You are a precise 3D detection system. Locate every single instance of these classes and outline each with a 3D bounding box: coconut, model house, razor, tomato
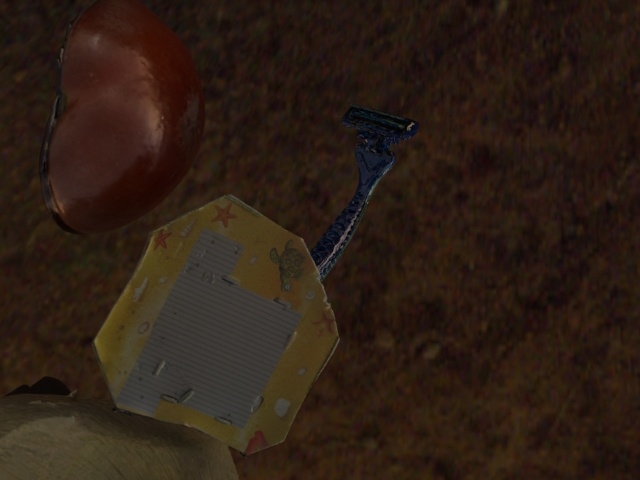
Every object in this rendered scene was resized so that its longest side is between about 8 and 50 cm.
[{"bbox_3d":[-0.229,0.312,1.439,0.360,0.346,0.346,1,127,50],"label":"coconut"},{"bbox_3d":[-0.098,0.060,1.384,0.207,0.136,0.219,23,97,-18],"label":"model house"},{"bbox_3d":[0.006,0.005,1.627,0.093,0.324,0.056,17,164,36],"label":"razor"},{"bbox_3d":[-0.164,-0.109,1.395,0.112,0.199,0.228,12,95,19],"label":"tomato"}]

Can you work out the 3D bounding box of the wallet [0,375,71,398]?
[{"bbox_3d":[-0.357,0.248,1.806,0.182,0.229,0.049,-29,121,-17],"label":"wallet"}]
